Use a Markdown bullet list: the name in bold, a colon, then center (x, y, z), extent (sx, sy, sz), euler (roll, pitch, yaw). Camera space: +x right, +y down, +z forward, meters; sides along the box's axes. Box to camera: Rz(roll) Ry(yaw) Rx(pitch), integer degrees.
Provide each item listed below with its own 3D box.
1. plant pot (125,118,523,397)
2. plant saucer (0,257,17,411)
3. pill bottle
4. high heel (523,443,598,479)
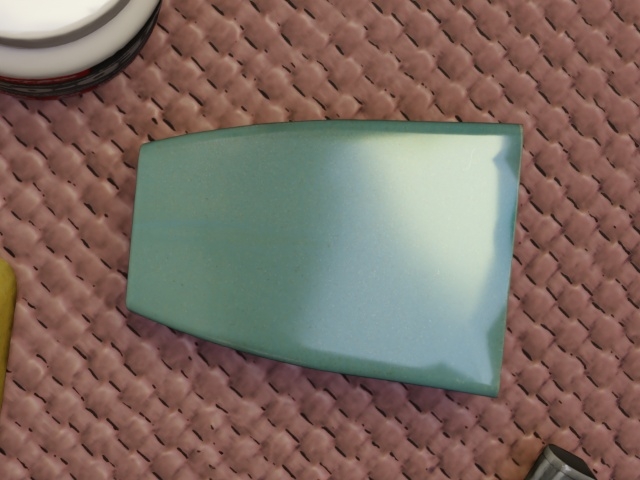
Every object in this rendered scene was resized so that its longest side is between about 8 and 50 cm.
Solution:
- **plant pot**: center (0.000, 0.000, 1.097), extent (0.234, 0.165, 0.165), euler (6, 90, 1)
- **plant saucer**: center (-0.371, 0.159, 1.059), extent (0.333, 0.081, 0.332), euler (7, 94, -15)
- **pill bottle**: center (-0.168, -0.170, 1.007), extent (0.161, 0.283, 0.161), euler (0, 91, -7)
- **high heel**: center (0.200, 0.275, 1.174), extent (0.261, 0.093, 0.186), euler (33, 101, -12)
